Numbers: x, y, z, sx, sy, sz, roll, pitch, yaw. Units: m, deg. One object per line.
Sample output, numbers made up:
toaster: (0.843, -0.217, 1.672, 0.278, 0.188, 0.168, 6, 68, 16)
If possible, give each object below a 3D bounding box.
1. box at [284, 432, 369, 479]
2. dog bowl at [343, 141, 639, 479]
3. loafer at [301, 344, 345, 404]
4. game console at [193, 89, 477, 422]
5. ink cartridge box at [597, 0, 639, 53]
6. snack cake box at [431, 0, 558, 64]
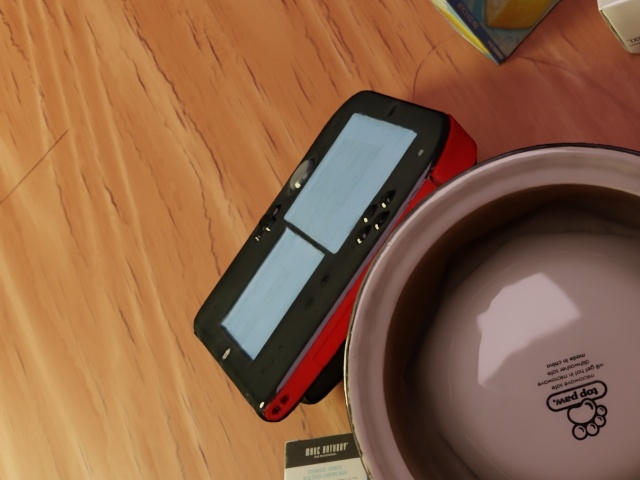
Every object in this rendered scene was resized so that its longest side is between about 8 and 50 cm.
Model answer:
box: (0.018, 0.321, 1.657, 0.100, 0.060, 0.244, -12, 62, 26)
dog bowl: (0.231, 0.120, 1.483, 0.408, 0.150, 0.408, 0, 88, 9)
loafer: (0.042, 0.082, 1.748, 0.078, 0.076, 0.223, 27, 79, 45)
game console: (0.000, 0.000, 1.703, 0.342, 0.060, 0.386, -51, 17, -1)
ink cartridge box: (0.377, -0.340, 1.734, 0.172, 0.100, 0.237, -16, 60, 25)
snack cake box: (0.167, -0.323, 1.749, 0.152, 0.264, 0.089, -47, 53, 4)
